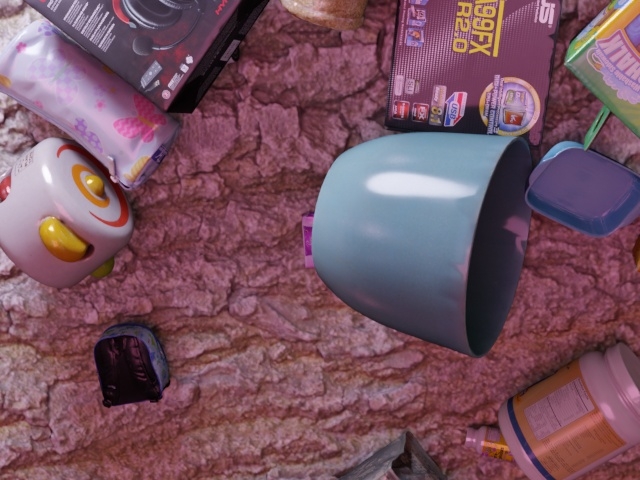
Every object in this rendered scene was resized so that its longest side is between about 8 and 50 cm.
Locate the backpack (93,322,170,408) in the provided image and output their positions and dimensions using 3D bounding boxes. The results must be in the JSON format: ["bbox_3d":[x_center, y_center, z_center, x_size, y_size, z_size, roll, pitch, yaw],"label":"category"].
[{"bbox_3d":[-0.286,0.181,2.059,0.105,0.084,0.114,-8,111,14],"label":"backpack"}]

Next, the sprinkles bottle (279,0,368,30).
[{"bbox_3d":[0.051,-0.453,1.753,0.121,0.121,0.355,21,115,5],"label":"sprinkles bottle"}]

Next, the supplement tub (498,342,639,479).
[{"bbox_3d":[0.365,0.244,1.910,0.199,0.144,0.144,-34,98,19],"label":"supplement tub"}]

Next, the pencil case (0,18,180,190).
[{"bbox_3d":[-0.330,-0.191,1.933,0.273,0.113,0.124,38,89,-1],"label":"pencil case"}]

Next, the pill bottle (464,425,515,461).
[{"bbox_3d":[0.255,0.296,2.004,0.083,0.043,0.043,11,109,9],"label":"pill bottle"}]

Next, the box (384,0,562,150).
[{"bbox_3d":[0.207,-0.269,1.823,0.216,0.060,0.270,9,109,9],"label":"box"}]

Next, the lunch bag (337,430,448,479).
[{"bbox_3d":[0.123,0.470,2.023,0.235,0.169,0.287,-39,92,20],"label":"lunch bag"}]

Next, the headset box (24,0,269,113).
[{"bbox_3d":[-0.241,-0.342,1.835,0.293,0.110,0.218,39,103,9],"label":"headset box"}]

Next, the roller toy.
[{"bbox_3d":[-0.366,-0.044,1.945,0.146,0.209,0.191,-36,77,19],"label":"roller toy"}]

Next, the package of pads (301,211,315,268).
[{"bbox_3d":[0.000,0.000,1.969,0.050,0.032,0.083,-1,107,11],"label":"package of pads"}]

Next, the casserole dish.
[{"bbox_3d":[0.353,-0.072,1.832,0.188,0.037,0.114,22,121,-28],"label":"casserole dish"}]

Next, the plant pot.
[{"bbox_3d":[0.128,-0.011,1.813,0.235,0.293,0.293,11,110,20],"label":"plant pot"}]

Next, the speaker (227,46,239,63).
[{"bbox_3d":[-0.185,-0.263,1.912,0.136,0.055,0.055,-9,105,15],"label":"speaker"}]

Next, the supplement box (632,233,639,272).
[{"bbox_3d":[0.499,-0.056,1.821,0.080,0.078,0.233,25,112,0],"label":"supplement box"}]

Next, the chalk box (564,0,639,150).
[{"bbox_3d":[0.426,-0.233,1.725,0.179,0.180,0.289,44,109,-4],"label":"chalk box"}]
